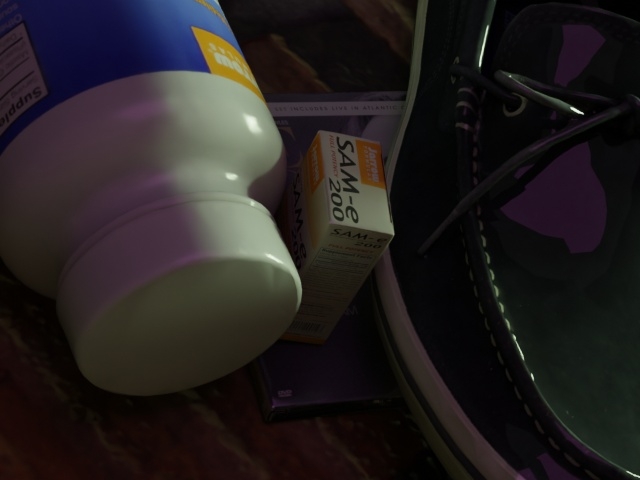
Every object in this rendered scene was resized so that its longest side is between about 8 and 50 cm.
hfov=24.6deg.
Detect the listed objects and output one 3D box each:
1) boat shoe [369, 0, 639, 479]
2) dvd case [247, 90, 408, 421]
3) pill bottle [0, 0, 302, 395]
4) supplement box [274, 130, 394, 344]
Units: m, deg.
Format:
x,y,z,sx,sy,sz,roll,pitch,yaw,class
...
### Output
x,y,z,sx,sy,sz,roll,pitch,yaw,class
0.138,-0.048,0.813,0.186,0.156,0.500,22,44,-17,boat shoe
0.018,-0.001,0.836,0.164,0.018,0.221,-3,52,-23,dvd case
-0.107,-0.063,0.750,0.152,0.152,0.272,-8,54,-26,pill bottle
0.000,0.000,0.747,0.036,0.098,0.062,9,49,-20,supplement box
